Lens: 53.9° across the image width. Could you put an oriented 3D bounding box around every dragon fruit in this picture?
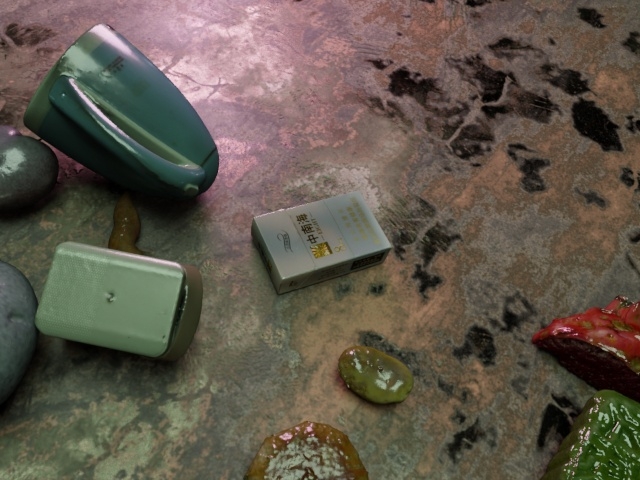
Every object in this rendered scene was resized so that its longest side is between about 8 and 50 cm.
[{"bbox_3d":[0.578,0.190,1.225,0.262,0.134,0.211,33,53,10],"label":"dragon fruit"}]

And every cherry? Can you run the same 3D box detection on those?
[{"bbox_3d":[-0.554,0.147,0.940,0.255,0.218,0.296,-8,41,25],"label":"cherry"},{"bbox_3d":[-0.580,-0.129,1.177,0.176,0.140,0.176,2,64,-4],"label":"cherry"}]

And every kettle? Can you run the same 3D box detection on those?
[{"bbox_3d":[-0.348,-0.199,1.186,0.342,0.247,0.319,39,13,-15],"label":"kettle"}]

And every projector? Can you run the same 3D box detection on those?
[{"bbox_3d":[-0.315,0.105,1.039,0.243,0.177,0.163,11,80,-3],"label":"projector"}]

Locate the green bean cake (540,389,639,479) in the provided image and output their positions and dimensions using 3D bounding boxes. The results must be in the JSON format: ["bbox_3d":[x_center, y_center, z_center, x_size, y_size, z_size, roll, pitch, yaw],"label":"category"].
[{"bbox_3d":[0.519,0.397,1.075,0.222,0.125,0.248,33,56,11],"label":"green bean cake"}]

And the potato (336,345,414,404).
[{"bbox_3d":[0.095,0.240,1.120,0.138,0.070,0.091,29,54,5],"label":"potato"}]

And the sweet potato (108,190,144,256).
[{"bbox_3d":[-0.371,-0.006,1.195,0.065,0.051,0.218,-8,58,-14],"label":"sweet potato"}]

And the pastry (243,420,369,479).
[{"bbox_3d":[-0.019,0.383,0.985,0.182,0.093,0.192,-21,64,-22],"label":"pastry"}]

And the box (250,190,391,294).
[{"bbox_3d":[0.000,0.000,1.262,0.243,0.067,0.155,-17,60,-23],"label":"box"}]
